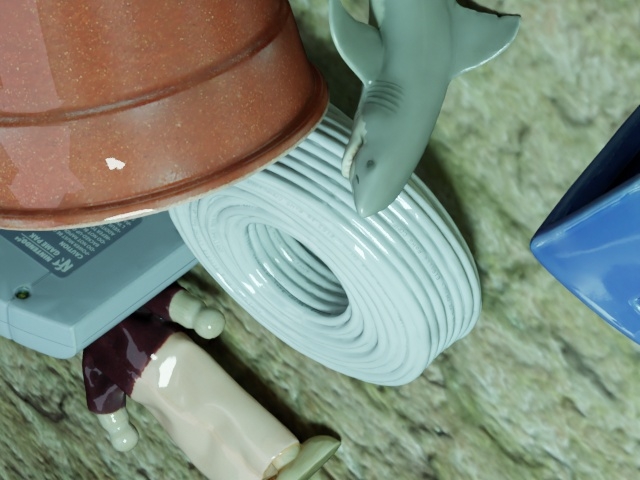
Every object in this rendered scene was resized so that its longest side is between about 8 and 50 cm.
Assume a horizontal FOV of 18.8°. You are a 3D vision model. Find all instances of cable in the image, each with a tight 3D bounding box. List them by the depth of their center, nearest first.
[{"bbox_3d":[0.000,0.000,1.442,0.257,0.089,0.257,33,154,16],"label":"cable"}]

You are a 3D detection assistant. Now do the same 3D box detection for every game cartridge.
[{"bbox_3d":[-0.264,-0.018,1.692,0.294,0.196,0.060,34,140,29],"label":"game cartridge"}]

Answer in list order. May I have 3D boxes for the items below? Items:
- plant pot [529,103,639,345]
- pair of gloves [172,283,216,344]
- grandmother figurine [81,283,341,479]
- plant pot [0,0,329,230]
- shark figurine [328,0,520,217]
[{"bbox_3d":[0.291,-0.023,0.993,0.212,0.236,0.236,50,144,-6],"label":"plant pot"},{"bbox_3d":[-0.130,0.076,1.777,0.074,0.010,0.083,49,145,8],"label":"pair of gloves"},{"bbox_3d":[-0.147,0.113,1.742,0.342,0.104,0.208,45,119,12],"label":"grandmother figurine"},{"bbox_3d":[-0.152,-0.186,1.224,0.272,0.272,0.265,15,127,43],"label":"plant pot"},{"bbox_3d":[0.072,-0.167,1.276,0.116,0.166,0.278,2,105,20],"label":"shark figurine"}]
